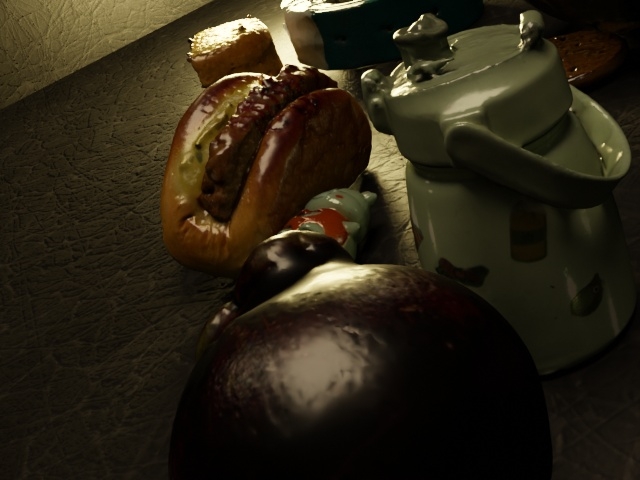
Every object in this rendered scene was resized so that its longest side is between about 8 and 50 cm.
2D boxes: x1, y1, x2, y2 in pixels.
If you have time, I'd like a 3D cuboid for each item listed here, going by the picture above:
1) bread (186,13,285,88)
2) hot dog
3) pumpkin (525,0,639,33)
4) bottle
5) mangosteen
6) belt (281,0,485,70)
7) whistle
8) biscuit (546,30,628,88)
[{"bbox_3d":[-0.171,-0.382,1.760,0.179,0.194,0.340,-23,24,5],"label":"bread"},{"bbox_3d":[-0.078,-0.132,1.206,0.185,0.223,0.405,10,39,28],"label":"hot dog"},{"bbox_3d":[0.496,-0.509,1.290,0.455,0.343,0.454,9,4,-1],"label":"pumpkin"},{"bbox_3d":[0.186,-0.062,0.791,0.229,0.351,0.229,-17,28,9],"label":"bottle"},{"bbox_3d":[0.027,0.134,0.618,0.297,0.297,0.313,-16,68,15],"label":"mangosteen"},{"bbox_3d":[0.135,-0.519,1.787,0.437,0.173,0.300,-18,32,11],"label":"belt"},{"bbox_3d":[0.000,0.002,1.089,0.253,0.106,0.101,-56,1,-44],"label":"whistle"},{"bbox_3d":[0.405,-0.294,1.348,0.212,0.036,0.212,-17,30,10],"label":"biscuit"}]
